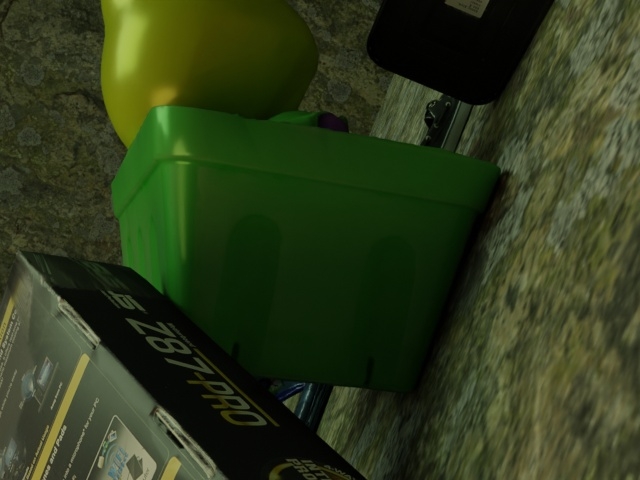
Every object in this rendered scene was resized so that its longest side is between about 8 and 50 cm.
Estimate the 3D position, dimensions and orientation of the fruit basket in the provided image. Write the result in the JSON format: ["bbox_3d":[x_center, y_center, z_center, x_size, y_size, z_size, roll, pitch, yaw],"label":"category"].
[{"bbox_3d":[-0.052,-0.072,0.741,0.392,0.283,0.391,-171,90,-73],"label":"fruit basket"}]

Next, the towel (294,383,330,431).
[{"bbox_3d":[-0.009,0.198,1.134,0.067,0.029,0.119,122,169,-70],"label":"towel"}]

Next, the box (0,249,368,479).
[{"bbox_3d":[-0.136,0.246,0.496,0.318,0.097,0.394,31,104,45],"label":"box"}]

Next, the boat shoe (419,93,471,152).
[{"bbox_3d":[0.124,-0.121,0.917,0.049,0.040,0.142,119,173,-75],"label":"boat shoe"}]

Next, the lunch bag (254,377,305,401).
[{"bbox_3d":[-0.115,0.154,1.295,0.221,0.293,0.138,-85,-24,-67],"label":"lunch bag"}]

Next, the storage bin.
[{"bbox_3d":[0.125,-0.217,0.743,0.084,0.122,0.180,-69,2,-45],"label":"storage bin"}]
